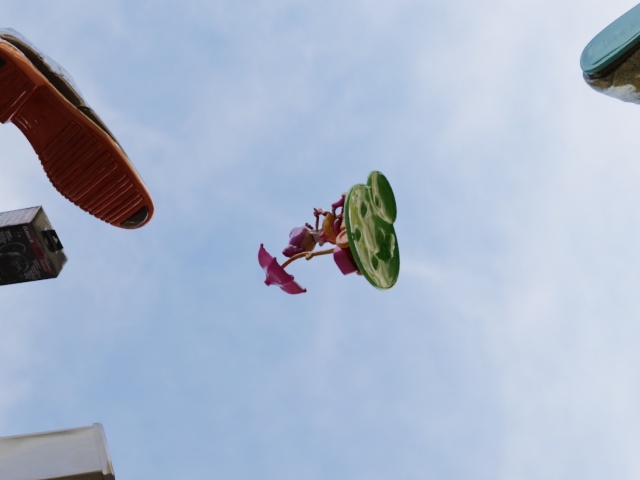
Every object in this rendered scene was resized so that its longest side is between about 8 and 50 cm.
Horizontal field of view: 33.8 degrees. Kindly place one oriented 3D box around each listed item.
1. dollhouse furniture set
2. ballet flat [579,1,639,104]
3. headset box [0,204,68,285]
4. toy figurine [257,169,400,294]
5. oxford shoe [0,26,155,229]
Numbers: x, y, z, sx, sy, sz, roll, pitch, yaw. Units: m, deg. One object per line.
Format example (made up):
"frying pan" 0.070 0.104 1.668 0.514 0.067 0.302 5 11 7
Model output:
"dollhouse furniture set" -0.288 0.386 1.070 0.173 0.303 0.356 -6 -73 -15
"ballet flat" 0.446 -0.268 1.183 0.123 0.348 0.123 20 -129 -26
"headset box" -0.273 0.005 0.953 0.032 0.083 0.062 -74 -31 -54
"toy figurine" 0.000 0.000 1.271 0.130 0.159 0.173 56 -148 -32
"oxford shoe" -0.275 -0.130 1.176 0.271 0.097 0.098 51 -153 -18
